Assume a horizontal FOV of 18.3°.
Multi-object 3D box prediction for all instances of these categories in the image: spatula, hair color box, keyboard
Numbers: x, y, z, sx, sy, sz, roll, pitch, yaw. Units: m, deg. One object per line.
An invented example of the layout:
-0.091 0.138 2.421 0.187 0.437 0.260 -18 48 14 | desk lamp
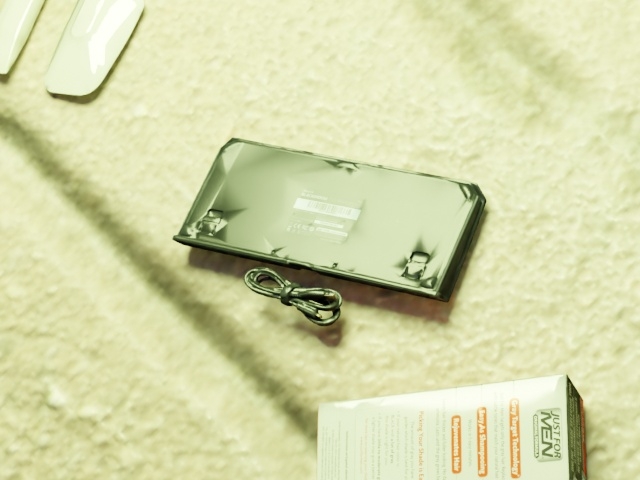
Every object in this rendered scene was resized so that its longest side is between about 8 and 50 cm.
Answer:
-0.172 -0.212 1.361 0.168 0.019 0.242 10 67 32 | spatula
0.070 0.118 1.070 0.141 0.043 0.072 -8 61 19 | hair color box
0.000 0.000 1.175 0.180 0.023 0.108 11 62 28 | keyboard
